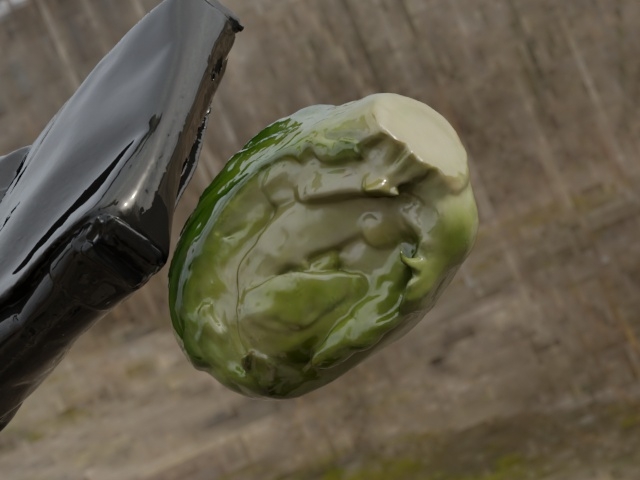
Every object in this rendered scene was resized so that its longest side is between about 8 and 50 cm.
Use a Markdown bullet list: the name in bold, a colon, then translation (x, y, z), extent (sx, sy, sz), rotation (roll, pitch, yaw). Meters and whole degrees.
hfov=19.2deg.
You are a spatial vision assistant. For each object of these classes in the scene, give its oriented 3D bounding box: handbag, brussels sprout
- **handbag**: translation (-0.139, -0.014, 1.124), extent (0.223, 0.080, 0.247), rotation (-37, 26, 34)
- **brussels sprout**: translation (0.001, -0.001, 0.981), extent (0.183, 0.131, 0.145), rotation (-41, -3, 12)
